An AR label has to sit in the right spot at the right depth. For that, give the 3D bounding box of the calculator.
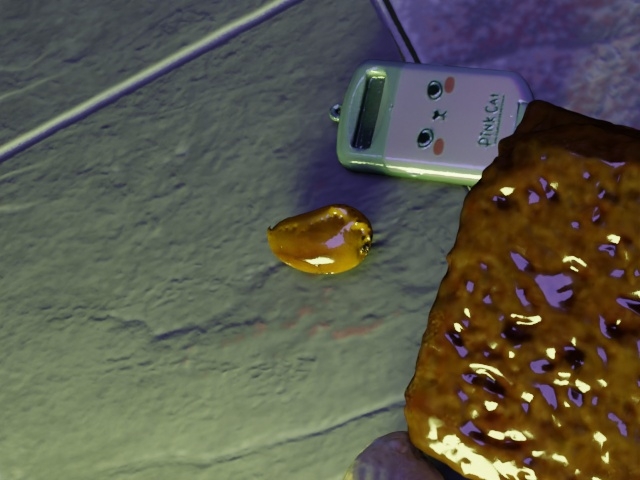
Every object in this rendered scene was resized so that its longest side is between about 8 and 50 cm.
[{"bbox_3d":[0.126,-0.135,1.727,0.246,0.045,0.141,8,75,20],"label":"calculator"}]

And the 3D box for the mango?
[{"bbox_3d":[0.000,0.000,1.710,0.127,0.063,0.077,-5,76,21],"label":"mango"}]

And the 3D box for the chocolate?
[{"bbox_3d":[0.089,0.346,1.532,0.134,0.134,0.309,-15,69,11],"label":"chocolate"}]

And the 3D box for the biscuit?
[{"bbox_3d":[0.280,0.086,1.475,0.343,0.166,0.395,21,101,30],"label":"biscuit"}]
